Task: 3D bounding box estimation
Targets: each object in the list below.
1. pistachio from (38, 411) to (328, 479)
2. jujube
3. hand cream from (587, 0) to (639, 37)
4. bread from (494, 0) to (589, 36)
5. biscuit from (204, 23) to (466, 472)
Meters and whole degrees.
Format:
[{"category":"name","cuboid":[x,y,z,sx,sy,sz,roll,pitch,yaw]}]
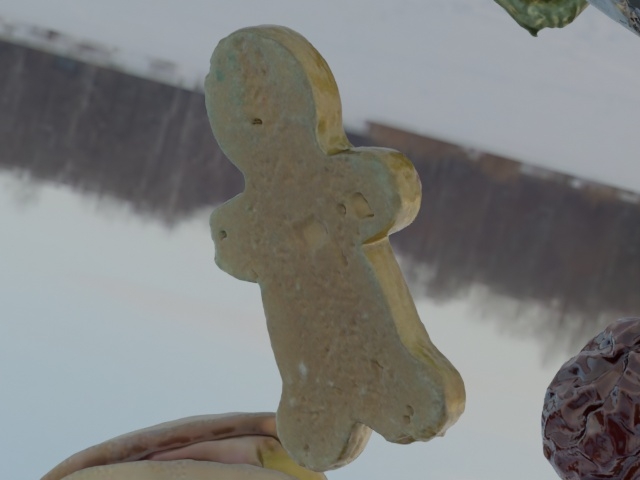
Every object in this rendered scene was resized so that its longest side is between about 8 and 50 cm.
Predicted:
[{"category":"pistachio","cuboid":[-0.135,0.267,1.625,0.309,0.230,0.230,-19,180,7]},{"category":"jujube","cuboid":[0.270,0.126,1.358,0.155,0.155,0.230,14,149,-19]},{"category":"hand cream","cuboid":[0.135,-0.136,0.876,0.062,0.039,0.163,39,-177,32]},{"category":"bread","cuboid":[0.132,-0.230,1.053,0.087,0.098,0.269,-22,-148,21]},{"category":"biscuit","cuboid":[0.000,0.000,0.914,0.030,0.234,0.153,-18,177,-45]}]
